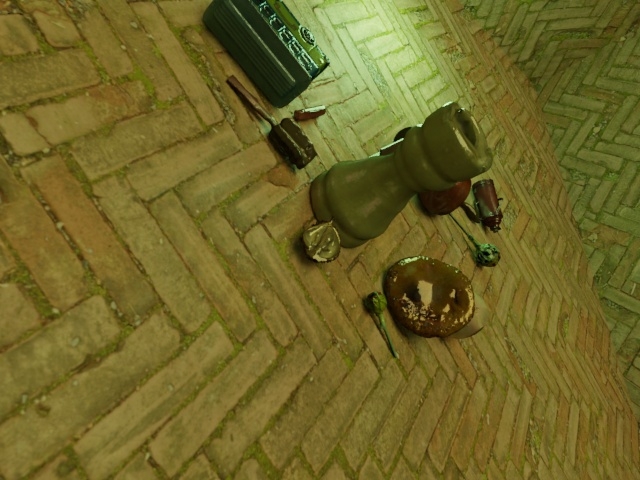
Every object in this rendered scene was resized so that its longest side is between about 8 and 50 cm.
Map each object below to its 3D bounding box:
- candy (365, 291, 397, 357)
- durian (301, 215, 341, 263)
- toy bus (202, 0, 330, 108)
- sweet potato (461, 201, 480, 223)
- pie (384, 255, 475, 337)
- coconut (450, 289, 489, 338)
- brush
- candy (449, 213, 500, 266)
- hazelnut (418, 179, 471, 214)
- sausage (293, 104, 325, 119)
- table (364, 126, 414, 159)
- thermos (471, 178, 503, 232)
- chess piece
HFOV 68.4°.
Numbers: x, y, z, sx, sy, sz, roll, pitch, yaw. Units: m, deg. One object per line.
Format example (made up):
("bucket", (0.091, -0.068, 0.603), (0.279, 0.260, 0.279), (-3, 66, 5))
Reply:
("candy", (0.175, 0.231, 1.282), (0.062, 0.058, 0.194), (-24, 97, -42))
("durian", (-0.003, -0.001, 1.193), (0.110, 0.071, 0.140), (37, 60, -21))
("toy bus", (-0.138, -0.542, 1.277), (0.312, 0.152, 0.190), (48, 41, -17))
("sweet potato", (0.616, -0.126, 1.949), (0.153, 0.038, 0.041), (42, 22, -21))
("pie", (0.314, 0.159, 1.371), (0.273, 0.069, 0.273), (0, 61, 0))
("coconut", (0.442, 0.228, 1.471), (0.183, 0.171, 0.171), (45, 43, -12))
("brush", (-0.129, -0.317, 1.237), (0.301, 0.071, 0.084), (47, 46, -11))
("candy", (0.588, -0.020, 1.836), (0.305, 0.091, 0.083), (49, 14, -6))
("hazelnut", (0.440, -0.191, 1.693), (0.214, 0.176, 0.214), (-2, 94, -30))
("sausage", (-0.028, -0.380, 1.400), (0.147, 0.035, 0.030), (-30, 125, -49))
("table", (0.251, -0.269, 1.560), (0.226, 0.167, 0.167), (-31, 94, -41))
("thermos", (0.723, -0.142, 2.033), (0.124, 0.099, 0.232), (-3, 70, -9))
("chess piece", (0.202, -0.161, 1.210), (0.234, 0.442, 0.234), (25, 52, -37))
